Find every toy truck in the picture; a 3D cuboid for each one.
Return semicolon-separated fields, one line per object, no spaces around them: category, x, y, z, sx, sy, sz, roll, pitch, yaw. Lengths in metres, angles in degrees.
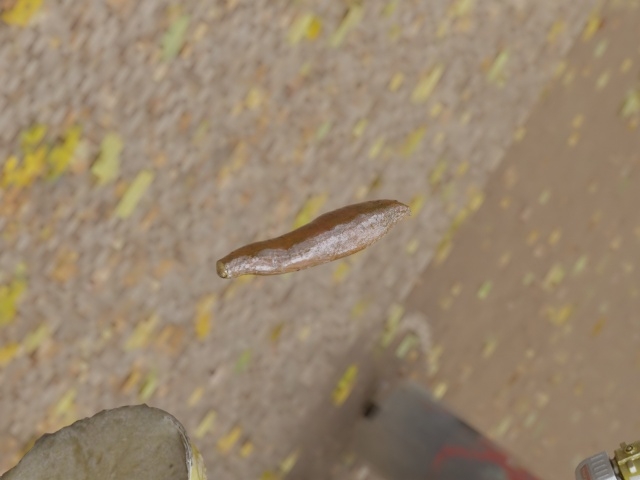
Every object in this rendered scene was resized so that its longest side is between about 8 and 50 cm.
toy truck;0.282;0.200;1.693;0.123;0.063;0.052;-24;-149;9

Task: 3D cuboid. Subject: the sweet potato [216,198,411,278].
sweet potato;0.001;-0.001;2.120;0.264;0.057;0.057;-19;142;-38

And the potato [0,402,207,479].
potato;-0.264;0.436;2.440;0.397;0.290;0.296;-59;140;-21
